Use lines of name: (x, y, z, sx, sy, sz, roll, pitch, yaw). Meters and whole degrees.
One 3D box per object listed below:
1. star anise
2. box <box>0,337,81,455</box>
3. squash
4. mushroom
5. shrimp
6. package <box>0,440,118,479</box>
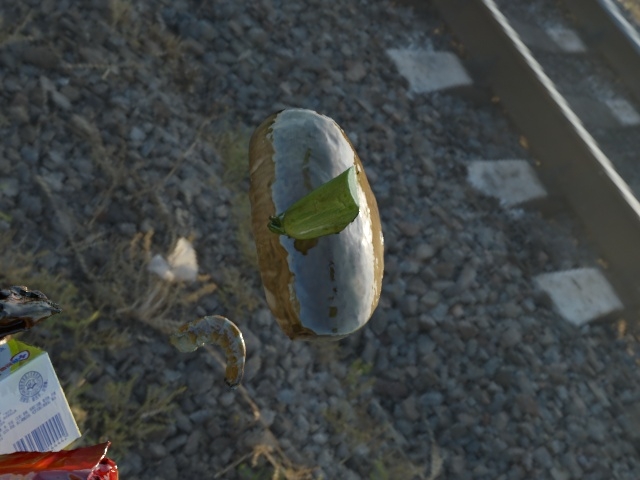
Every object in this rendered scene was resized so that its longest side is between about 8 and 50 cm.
star anise: (-0.569, 0.089, 1.527, 0.148, 0.238, 0.346, 177, -110, -82)
box: (-0.501, 0.283, 1.351, 0.265, 0.097, 0.168, -38, 123, -39)
squash: (-0.004, -0.042, 1.456, 0.075, 0.200, 0.090, 12, 61, -45)
mushroom: (-0.009, -0.020, 1.710, 0.397, 0.225, 0.313, -90, 168, -49)
shrimp: (-0.230, 0.241, 1.933, 0.049, 0.161, 0.166, 24, 48, -73)
package: (-0.361, 0.472, 1.176, 0.123, 0.196, 0.423, 58, 29, -72)
